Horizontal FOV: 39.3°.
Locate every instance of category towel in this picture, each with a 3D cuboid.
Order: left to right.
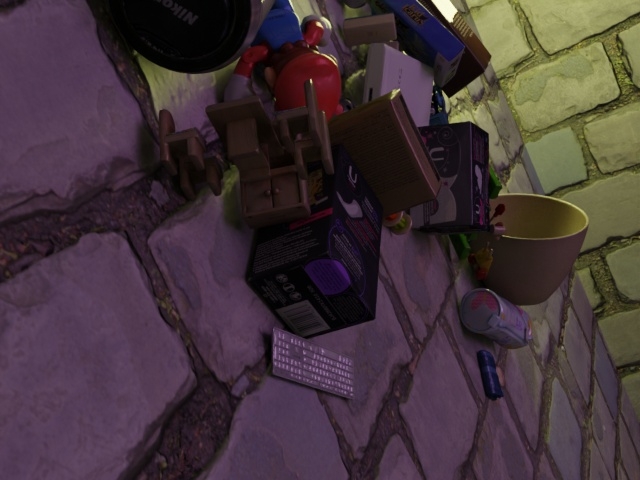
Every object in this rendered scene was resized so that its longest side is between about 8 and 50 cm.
[{"bbox_3d":[0.423,0.334,2.231,0.067,0.029,0.119,33,43,-52],"label":"towel"}]

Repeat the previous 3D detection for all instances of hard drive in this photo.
[{"bbox_3d":[0.184,-0.318,2.113,0.353,0.047,0.233,-3,100,-65],"label":"hard drive"}]

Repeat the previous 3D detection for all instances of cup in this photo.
[{"bbox_3d":[0.553,0.038,2.458,0.331,0.331,0.237,-54,147,-62],"label":"cup"}]

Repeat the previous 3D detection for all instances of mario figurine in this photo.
[{"bbox_3d":[-0.074,-0.304,1.511,0.170,0.198,0.320,30,31,-60],"label":"mario figurine"}]

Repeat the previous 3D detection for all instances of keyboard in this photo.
[{"bbox_3d":[-0.008,0.198,1.420,0.256,0.014,0.072,31,59,-55],"label":"keyboard"}]

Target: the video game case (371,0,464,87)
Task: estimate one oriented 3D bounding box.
[{"bbox_3d":[0.238,-0.524,2.260,0.269,0.061,0.244,45,-2,6],"label":"video game case"}]

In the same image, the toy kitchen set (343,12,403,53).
[{"bbox_3d":[0.134,-0.489,2.211,0.207,0.122,0.166,75,13,-44],"label":"toy kitchen set"}]

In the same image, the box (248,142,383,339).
[{"bbox_3d":[0.000,0.000,1.448,0.165,0.143,0.270,55,28,-34],"label":"box"}]

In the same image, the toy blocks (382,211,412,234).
[{"bbox_3d":[0.139,-0.093,1.933,0.148,0.054,0.123,38,38,-50],"label":"toy blocks"}]

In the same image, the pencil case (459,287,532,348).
[{"bbox_3d":[0.451,0.204,2.289,0.273,0.113,0.124,29,24,-55],"label":"pencil case"}]

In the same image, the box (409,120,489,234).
[{"bbox_3d":[0.305,-0.145,2.134,0.142,0.163,0.247,15,74,-61],"label":"box"}]

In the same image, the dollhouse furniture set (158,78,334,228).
[{"bbox_3d":[-0.094,-0.148,1.291,0.242,0.212,0.161,65,16,-62],"label":"dollhouse furniture set"}]

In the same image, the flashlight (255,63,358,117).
[{"bbox_3d":[-0.008,-0.285,1.717,0.304,0.103,0.103,32,36,-54],"label":"flashlight"}]

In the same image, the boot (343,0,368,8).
[{"bbox_3d":[0.064,-0.708,2.210,0.123,0.095,0.258,39,38,-60],"label":"boot"}]

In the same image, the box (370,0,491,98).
[{"bbox_3d":[0.302,-0.598,2.481,0.381,0.143,0.191,49,27,-7],"label":"box"}]

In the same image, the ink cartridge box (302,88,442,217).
[{"bbox_3d":[0.070,-0.132,1.592,0.193,0.234,0.088,63,25,-15],"label":"ink cartridge box"}]

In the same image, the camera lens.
[{"bbox_3d":[-0.171,-0.385,1.298,0.219,0.219,0.274,57,26,-26],"label":"camera lens"}]

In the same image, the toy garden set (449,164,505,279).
[{"bbox_3d":[0.407,-0.044,2.221,0.049,0.244,0.204,4,42,-19],"label":"toy garden set"}]

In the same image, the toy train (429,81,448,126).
[{"bbox_3d":[0.313,-0.388,2.521,0.184,0.080,0.105,-86,155,-51],"label":"toy train"}]
